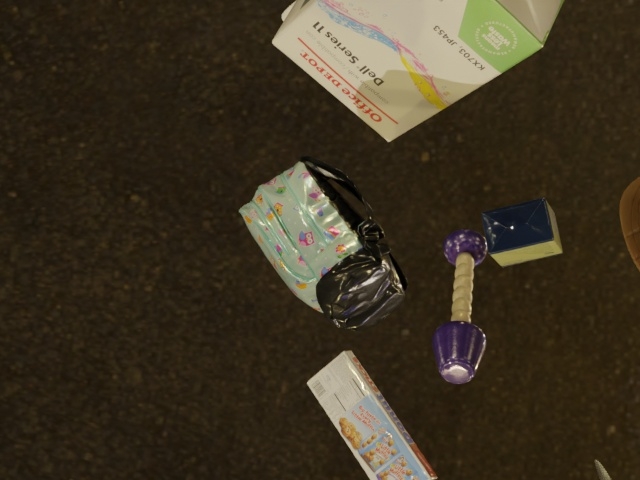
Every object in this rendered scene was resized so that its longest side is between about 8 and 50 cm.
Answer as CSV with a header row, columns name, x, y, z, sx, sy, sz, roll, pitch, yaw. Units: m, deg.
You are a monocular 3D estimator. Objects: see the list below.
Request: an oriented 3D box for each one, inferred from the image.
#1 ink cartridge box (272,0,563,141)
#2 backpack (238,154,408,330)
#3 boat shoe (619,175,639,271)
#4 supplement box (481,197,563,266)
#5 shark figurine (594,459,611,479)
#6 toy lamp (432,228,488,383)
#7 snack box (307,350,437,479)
name,x,y,z,sx,sy,sz,roll,pitch,yaw
ink cartridge box,0.090,-0.252,1.282,0.207,0.353,0.119,38,56,-17
backpack,0.000,0.000,1.131,0.115,0.182,0.152,-33,153,-7
boat shoe,0.431,0.064,1.121,0.123,0.342,0.123,-36,139,7
supplement box,0.257,-0.009,1.363,0.083,0.083,0.056,32,47,-64
shark figurine,0.098,0.197,0.556,0.278,0.166,0.116,-16,94,-29
toy lamp,0.204,0.094,1.561,0.080,0.080,0.274,52,28,-29
snack box,0.057,0.216,1.234,0.178,0.064,0.022,55,19,20
